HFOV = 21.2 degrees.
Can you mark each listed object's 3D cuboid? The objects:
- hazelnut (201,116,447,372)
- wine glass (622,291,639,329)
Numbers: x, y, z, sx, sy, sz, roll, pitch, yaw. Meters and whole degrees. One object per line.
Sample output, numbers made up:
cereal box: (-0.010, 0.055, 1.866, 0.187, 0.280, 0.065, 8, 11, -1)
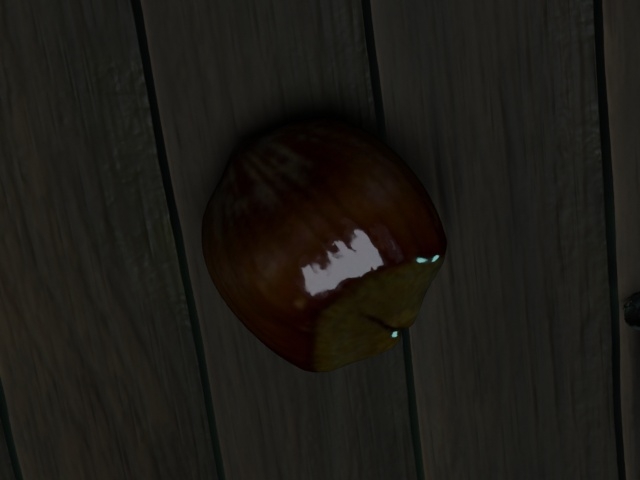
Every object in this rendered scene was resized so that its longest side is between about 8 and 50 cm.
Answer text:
hazelnut: (0.001, -0.001, 1.509, 0.212, 0.181, 0.181, -44, 138, 21)
wine glass: (0.335, 0.125, 1.616, 0.072, 0.072, 0.155, -15, 116, 8)
